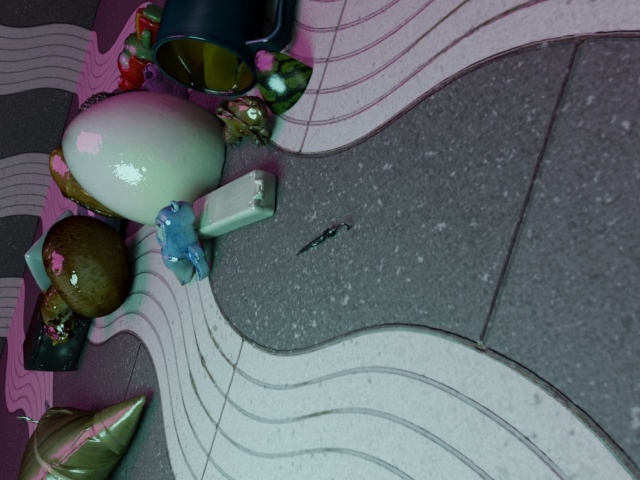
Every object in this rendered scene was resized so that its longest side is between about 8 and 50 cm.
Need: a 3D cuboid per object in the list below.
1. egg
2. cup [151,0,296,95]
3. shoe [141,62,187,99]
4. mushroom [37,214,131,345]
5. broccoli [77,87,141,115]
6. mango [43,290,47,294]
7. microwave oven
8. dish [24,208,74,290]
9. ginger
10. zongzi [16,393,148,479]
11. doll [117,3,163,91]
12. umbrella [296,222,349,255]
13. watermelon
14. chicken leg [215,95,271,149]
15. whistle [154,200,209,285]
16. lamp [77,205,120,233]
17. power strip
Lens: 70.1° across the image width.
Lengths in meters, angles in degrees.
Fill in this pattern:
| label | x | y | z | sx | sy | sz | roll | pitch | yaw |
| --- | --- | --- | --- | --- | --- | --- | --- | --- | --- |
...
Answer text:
| label | x | y | z | sx | sy | sz | roll | pitch | yaw |
| --- | --- | --- | --- | --- | --- | --- | --- | --- | --- |
| egg | -0.475 | -0.225 | 1.183 | 0.355 | 0.340 | 0.354 | -15 | 70 | 45 |
| cup | -0.235 | -0.545 | 1.083 | 0.308 | 0.242 | 0.292 | -9 | 70 | 50 |
| shoe | -0.507 | -0.531 | 1.462 | 0.095 | 0.138 | 0.245 | -33 | 55 | 32 |
| mushroom | -0.761 | 0.094 | 1.426 | 0.357 | 0.334 | 0.331 | -13 | 46 | 12 |
| broccoli | -0.610 | -0.352 | 1.451 | 0.297 | 0.298 | 0.297 | -49 | 26 | 27 |
| mango | -0.886 | 0.135 | 1.660 | 0.251 | 0.114 | 0.156 | -41 | 9 | -6 |
| microwave oven | -0.976 | 0.347 | 1.696 | 0.188 | 0.178 | 0.247 | 32 | 103 | 48 |
| dish | -0.876 | 0.037 | 1.562 | 0.243 | 0.080 | 0.181 | -75 | -6 | -45 |
| ginger | -0.648 | -0.154 | 1.355 | 0.165 | 0.321 | 0.172 | -47 | 28 | 12 |
| zongzi | -0.678 | 0.533 | 1.362 | 0.467 | 0.218 | 0.500 | -48 | 29 | -7 |
| doll | -0.615 | -0.629 | 1.595 | 0.363 | 0.160 | 0.182 | -48 | 34 | 32 |
| umbrella | -0.003 | -0.003 | 0.827 | 0.149 | 0.022 | 0.022 | -27 | 33 | 41 |
| watermelon | -0.090 | -0.345 | 0.999 | 0.094 | 0.125 | 0.135 | -84 | 10 | -57 |
| chicken leg | -0.186 | -0.267 | 1.040 | 0.196 | 0.125 | 0.080 | 8 | 46 | 47 |
| whistle | -0.340 | 0.008 | 1.097 | 0.180 | 0.093 | 0.269 | 37 | 143 | 21 |
| lamp | -0.800 | -0.119 | 1.660 | 0.209 | 0.147 | 0.283 | -16 | 66 | 50 |
| power strip | -0.215 | -0.075 | 1.058 | 0.338 | 0.058 | 0.098 | -15 | 69 | 45 |
